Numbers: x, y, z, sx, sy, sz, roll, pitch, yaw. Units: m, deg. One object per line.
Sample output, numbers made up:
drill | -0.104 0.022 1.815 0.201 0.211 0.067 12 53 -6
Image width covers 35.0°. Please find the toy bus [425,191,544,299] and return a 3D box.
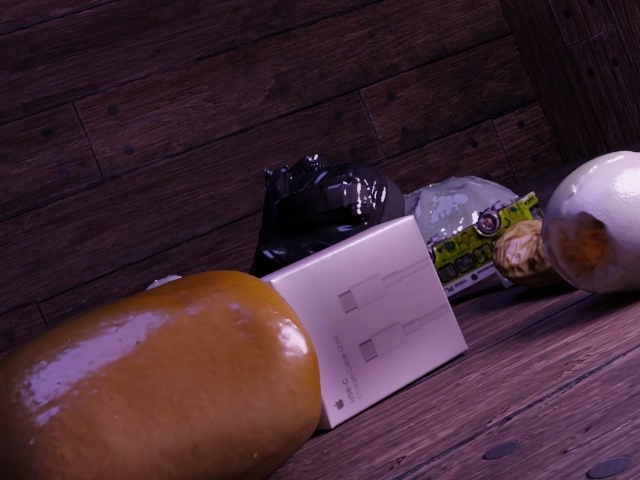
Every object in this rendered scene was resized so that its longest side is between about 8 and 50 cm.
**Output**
toy bus | 0.271 0.034 1.816 0.302 0.139 0.113 -30 -2 27

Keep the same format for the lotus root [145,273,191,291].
lotus root | -0.187 0.185 1.527 0.272 0.272 0.192 -23 -8 -14

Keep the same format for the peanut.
peanut | 0.376 0.010 1.592 0.197 0.110 0.233 -30 7 -39

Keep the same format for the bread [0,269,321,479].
bread | -0.197 0.190 1.156 0.376 0.253 0.348 -22 -2 -24

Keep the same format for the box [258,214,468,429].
box | 0.046 0.105 1.339 0.252 0.203 0.106 -24 4 -31

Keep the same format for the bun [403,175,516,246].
bun | 0.248 -0.013 2.094 0.362 0.211 0.362 -23 0 0

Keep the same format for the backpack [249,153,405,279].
backpack | 0.000 0.000 1.913 0.255 0.363 0.446 15 -13 -22

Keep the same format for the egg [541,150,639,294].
egg | 0.401 -0.030 1.328 0.217 0.183 0.183 -36 9 -32
